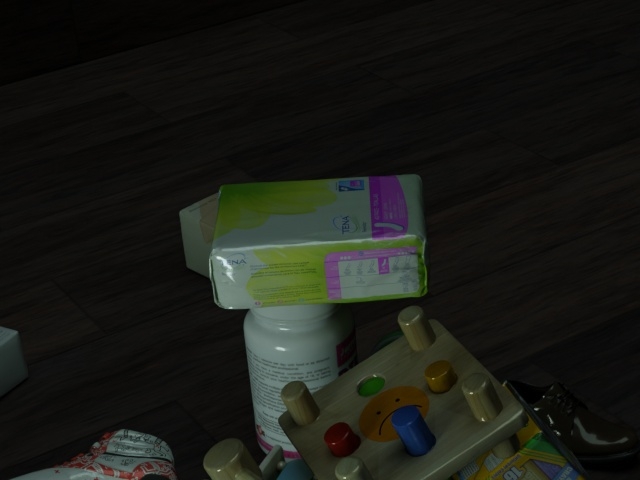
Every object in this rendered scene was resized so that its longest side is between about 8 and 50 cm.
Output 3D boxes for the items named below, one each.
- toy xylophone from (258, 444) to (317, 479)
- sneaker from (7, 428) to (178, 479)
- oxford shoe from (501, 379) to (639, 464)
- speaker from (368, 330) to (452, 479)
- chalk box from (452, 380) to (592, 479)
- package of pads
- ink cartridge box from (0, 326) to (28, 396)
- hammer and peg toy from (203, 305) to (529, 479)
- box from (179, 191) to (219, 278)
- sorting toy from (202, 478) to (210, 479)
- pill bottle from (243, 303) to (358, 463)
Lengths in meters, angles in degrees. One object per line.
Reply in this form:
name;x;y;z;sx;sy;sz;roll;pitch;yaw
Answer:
toy xylophone;0.046;0.386;1.836;0.323;0.081;0.236;13;33;9
sneaker;-0.335;0.338;2.025;0.270;0.090;0.145;-3;27;-4
oxford shoe;0.349;0.255;2.054;0.227;0.096;0.083;14;32;29
speaker;0.125;0.252;2.067;0.131;0.131;0.296;-3;28;4
chalk box;0.271;0.315;1.879;0.132;0.213;0.132;-40;29;5
package of pads;0.000;0.000;1.981;0.297;0.101;0.229;-4;27;3
ink cartridge box;-0.607;0.198;2.328;0.212;0.093;0.154;11;33;31
hammer and peg toy;0.055;0.258;1.794;0.361;0.127;0.266;-33;33;-8
box;-0.096;0.018;2.543;0.148;0.121;0.311;-29;36;-36
sorting toy;-0.113;0.434;1.865;0.229;0.041;0.307;11;32;19
pill bottle;-0.026;0.168;2.079;0.160;0.283;0.160;-4;29;2
